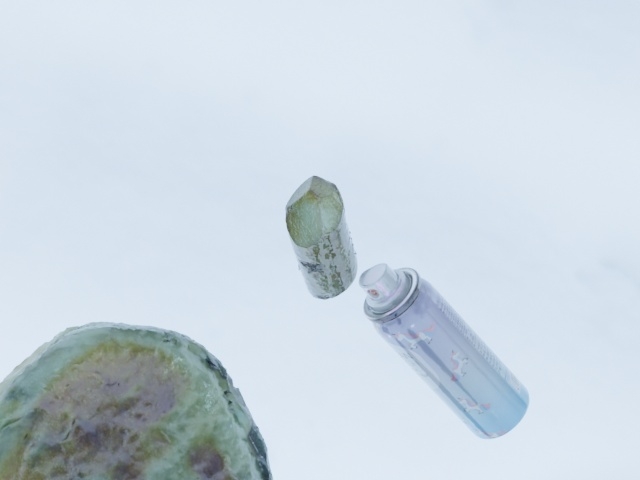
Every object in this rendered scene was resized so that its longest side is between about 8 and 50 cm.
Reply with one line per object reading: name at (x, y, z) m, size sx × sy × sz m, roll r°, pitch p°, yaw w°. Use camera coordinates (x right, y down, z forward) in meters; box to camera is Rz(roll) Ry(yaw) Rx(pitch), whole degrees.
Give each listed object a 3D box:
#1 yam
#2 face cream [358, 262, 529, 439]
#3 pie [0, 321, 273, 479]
yam at (0.000, 0.000, 1.781) m, size 0.069 × 0.070 × 0.146 m, roll -22°, pitch 138°, yaw -5°
face cream at (0.120, 0.106, 1.642) m, size 0.075 × 0.075 × 0.229 m, roll -41°, pitch 117°, yaw 4°
pie at (-0.155, 0.208, 1.259) m, size 0.302 × 0.067 × 0.302 m, roll 1°, pitch 88°, yaw -36°
